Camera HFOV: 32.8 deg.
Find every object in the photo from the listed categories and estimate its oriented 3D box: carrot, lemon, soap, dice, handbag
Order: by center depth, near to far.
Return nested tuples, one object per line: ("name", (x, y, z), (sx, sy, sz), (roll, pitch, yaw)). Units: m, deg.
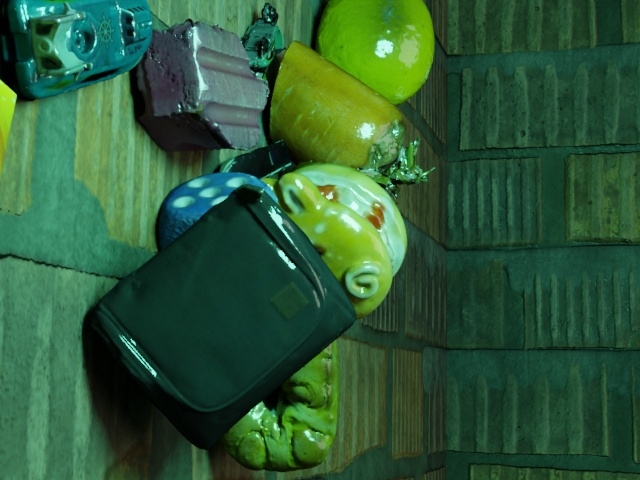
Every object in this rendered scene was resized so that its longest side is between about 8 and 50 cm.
("handbag", (-0.111, 0.106, 1.389), (0.178, 0.302, 0.275), (47, -8, 32))
("dice", (-0.142, -0.008, 1.565), (0.143, 0.146, 0.147), (-60, 145, -56))
("soap", (-0.162, -0.214, 1.572), (0.289, 0.112, 0.182), (-17, 105, -72))
("carrot", (0.040, -0.188, 1.961), (0.214, 0.331, 0.193), (-58, 168, 1))
("lemon", (0.113, -0.408, 2.253), (0.260, 0.260, 0.284), (64, 8, -53))

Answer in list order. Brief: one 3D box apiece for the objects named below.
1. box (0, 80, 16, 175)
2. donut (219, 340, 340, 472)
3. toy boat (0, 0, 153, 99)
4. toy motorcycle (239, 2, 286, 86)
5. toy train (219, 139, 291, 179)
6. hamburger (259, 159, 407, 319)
("box", (-0.376, -0.131, 0.988), (0.269, 0.043, 0.152), (53, 40, -62))
("donut", (-0.071, 0.221, 1.679), (0.128, 0.208, 0.262), (-27, 123, -81))
("toy boat", (-0.256, -0.243, 1.277), (0.299, 0.092, 0.134), (-45, 136, -63))
("toy motorcycle", (-0.101, -0.331, 1.878), (0.100, 0.058, 0.173), (81, 19, -45))
("toy train", (-0.122, -0.122, 1.812), (0.252, 0.048, 0.055), (-30, 107, -64))
("hamburger", (0.000, 0.000, 1.845), (0.186, 0.260, 0.303), (-57, 140, -55))
